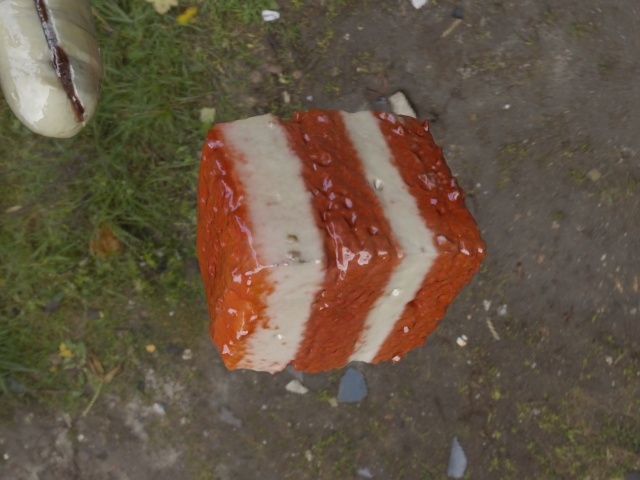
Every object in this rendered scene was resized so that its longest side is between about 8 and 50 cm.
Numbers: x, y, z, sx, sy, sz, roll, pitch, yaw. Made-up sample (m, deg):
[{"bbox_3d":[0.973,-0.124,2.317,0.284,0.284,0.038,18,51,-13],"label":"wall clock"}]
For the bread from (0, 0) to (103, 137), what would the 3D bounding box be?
[{"bbox_3d":[-0.172,-0.161,0.420,0.053,0.073,0.214,-26,75,27],"label":"bread"}]

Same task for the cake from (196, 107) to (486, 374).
[{"bbox_3d":[0.000,0.000,0.969,0.270,0.320,0.269,112,147,-46],"label":"cake"}]
